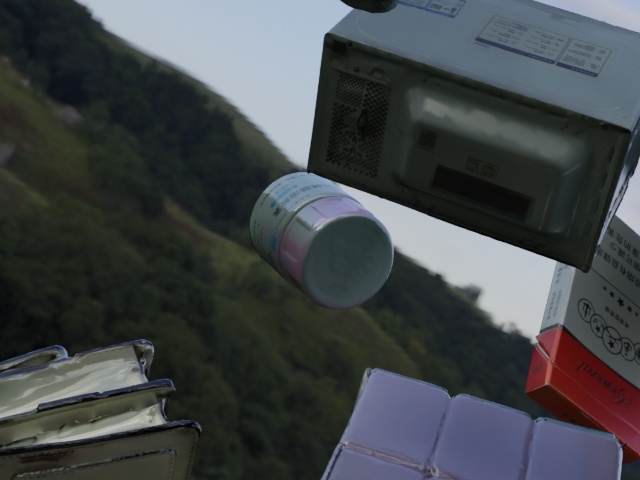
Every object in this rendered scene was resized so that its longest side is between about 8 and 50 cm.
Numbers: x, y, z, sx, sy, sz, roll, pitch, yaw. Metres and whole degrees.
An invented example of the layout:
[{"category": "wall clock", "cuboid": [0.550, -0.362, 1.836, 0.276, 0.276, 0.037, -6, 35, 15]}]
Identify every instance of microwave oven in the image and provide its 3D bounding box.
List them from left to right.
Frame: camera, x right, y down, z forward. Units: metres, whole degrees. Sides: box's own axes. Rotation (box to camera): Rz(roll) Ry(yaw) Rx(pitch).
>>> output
[{"category": "microwave oven", "cuboid": [0.115, -0.087, 0.848, 0.208, 0.162, 0.122, 21, -51, 16]}]

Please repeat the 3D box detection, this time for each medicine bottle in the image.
[{"category": "medicine bottle", "cuboid": [0.000, 0.000, 1.493, 0.135, 0.135, 0.168, 28, 7, -31]}]

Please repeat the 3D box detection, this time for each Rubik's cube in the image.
[{"category": "Rubik's cube", "cuboid": [0.105, 0.271, 0.984, 0.225, 0.231, 0.221, 14, 26, 9]}]

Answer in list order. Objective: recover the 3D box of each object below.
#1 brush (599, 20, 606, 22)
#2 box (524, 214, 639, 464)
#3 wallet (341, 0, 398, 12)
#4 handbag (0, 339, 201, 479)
[{"category": "brush", "cuboid": [0.311, -0.291, 1.916, 0.282, 0.054, 0.048, -7, -3, 34]}, {"category": "box", "cuboid": [0.280, 0.083, 1.212, 0.139, 0.245, 0.035, 37, -38, -21]}, {"category": "wallet", "cuboid": [-0.086, -0.217, 0.550, 0.237, 0.075, 0.342, 22, -14, 15]}, {"category": "handbag", "cuboid": [-0.281, 0.289, 1.284, 0.237, 0.358, 0.160, -10, 41, -30]}]
